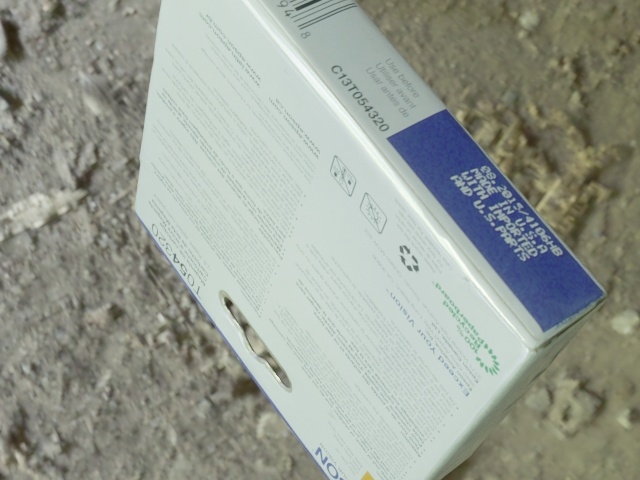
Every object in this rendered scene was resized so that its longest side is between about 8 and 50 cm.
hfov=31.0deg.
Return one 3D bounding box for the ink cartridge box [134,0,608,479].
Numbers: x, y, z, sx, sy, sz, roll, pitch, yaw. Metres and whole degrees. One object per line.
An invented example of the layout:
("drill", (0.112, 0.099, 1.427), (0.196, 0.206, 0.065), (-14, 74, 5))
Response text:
("ink cartridge box", (0.000, 0.000, 0.750), (0.071, 0.324, 0.330), (-30, 161, -25))
